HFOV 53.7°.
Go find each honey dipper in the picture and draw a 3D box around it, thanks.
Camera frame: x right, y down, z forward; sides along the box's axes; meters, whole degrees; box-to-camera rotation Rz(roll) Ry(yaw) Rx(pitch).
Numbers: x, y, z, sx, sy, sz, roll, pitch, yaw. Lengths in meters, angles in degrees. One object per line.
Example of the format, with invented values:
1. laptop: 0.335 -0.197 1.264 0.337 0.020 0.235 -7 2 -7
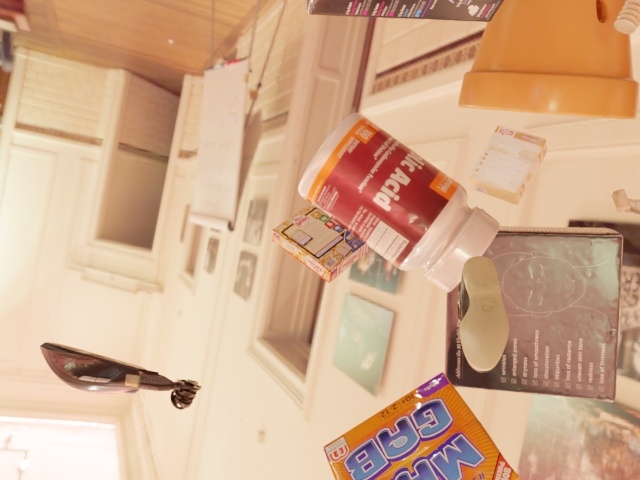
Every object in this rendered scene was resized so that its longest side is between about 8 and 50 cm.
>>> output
1. honey dipper: 0.444 -0.354 0.853 0.031 0.160 0.030 28 175 3

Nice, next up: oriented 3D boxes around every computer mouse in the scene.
1. computer mouse: -0.312 0.217 0.970 0.262 0.060 0.184 18 168 -12

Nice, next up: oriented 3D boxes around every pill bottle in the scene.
1. pill bottle: 0.169 -0.077 1.360 0.392 0.224 0.224 36 -176 5

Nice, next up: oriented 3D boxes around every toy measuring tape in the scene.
1. toy measuring tape: 0.665 -0.073 1.184 0.330 0.121 0.121 7 -177 -43

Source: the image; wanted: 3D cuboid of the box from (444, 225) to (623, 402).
1. box: 0.627 0.198 1.917 0.473 0.479 0.297 2 -175 15

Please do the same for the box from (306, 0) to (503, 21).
1. box: 0.119 -0.405 0.844 0.271 0.165 0.143 -2 163 -10

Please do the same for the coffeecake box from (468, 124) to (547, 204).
1. coffeecake box: 0.517 -0.210 1.745 0.142 0.185 0.068 25 166 30

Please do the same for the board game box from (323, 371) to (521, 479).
1. board game box: 0.281 0.618 1.504 0.356 0.357 0.356 58 180 -31

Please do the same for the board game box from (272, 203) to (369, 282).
1. board game box: 0.000 0.000 1.554 0.194 0.045 0.147 36 -126 26

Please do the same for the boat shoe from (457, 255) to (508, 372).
1. boat shoe: 0.170 0.081 0.669 0.049 0.132 0.042 0 142 8

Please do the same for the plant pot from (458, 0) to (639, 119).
1. plant pot: 0.389 -0.316 1.066 0.291 0.203 0.291 3 -166 -1
